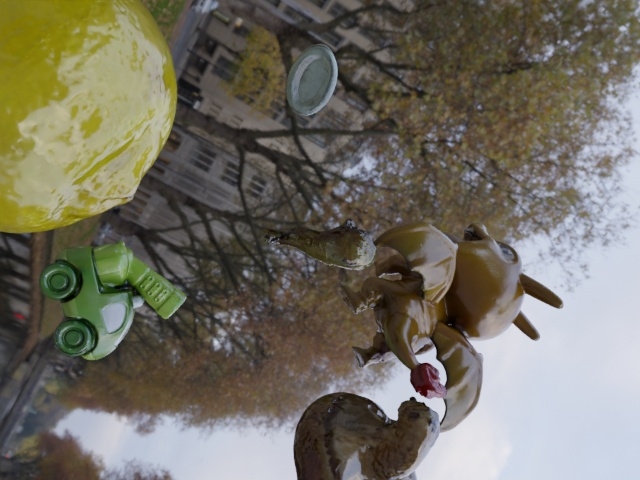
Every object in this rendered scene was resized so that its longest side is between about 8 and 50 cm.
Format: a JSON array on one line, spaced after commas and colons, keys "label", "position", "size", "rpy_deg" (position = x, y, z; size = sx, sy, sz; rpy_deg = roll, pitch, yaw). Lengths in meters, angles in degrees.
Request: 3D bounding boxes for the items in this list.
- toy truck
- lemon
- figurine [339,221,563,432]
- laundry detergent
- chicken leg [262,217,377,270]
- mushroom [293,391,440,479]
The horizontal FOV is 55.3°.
[{"label": "toy truck", "position": [-0.358, 0.083, 1.025], "size": [0.210, 0.187, 0.148], "rpy_deg": [-31, -175, -11]}, {"label": "lemon", "position": [-0.338, -0.179, 0.698], "size": [0.348, 0.348, 0.348], "rpy_deg": [-54, -162, 26]}, {"label": "figurine", "position": [0.256, 0.150, 1.252], "size": [0.401, 0.387, 0.268], "rpy_deg": [71, -19, 1]}, {"label": "laundry detergent", "position": [-0.011, -0.261, 0.965], "size": [0.226, 0.070, 0.099], "rpy_deg": [-87, -167, -70]}, {"label": "chicken leg", "position": [0.000, 0.000, 0.947], "size": [0.093, 0.178, 0.070], "rpy_deg": [-80, 175, -52]}, {"label": "mushroom", "position": [0.073, 0.400, 1.113], "size": [0.255, 0.267, 0.267], "rpy_deg": [96, 6, -50]}]
